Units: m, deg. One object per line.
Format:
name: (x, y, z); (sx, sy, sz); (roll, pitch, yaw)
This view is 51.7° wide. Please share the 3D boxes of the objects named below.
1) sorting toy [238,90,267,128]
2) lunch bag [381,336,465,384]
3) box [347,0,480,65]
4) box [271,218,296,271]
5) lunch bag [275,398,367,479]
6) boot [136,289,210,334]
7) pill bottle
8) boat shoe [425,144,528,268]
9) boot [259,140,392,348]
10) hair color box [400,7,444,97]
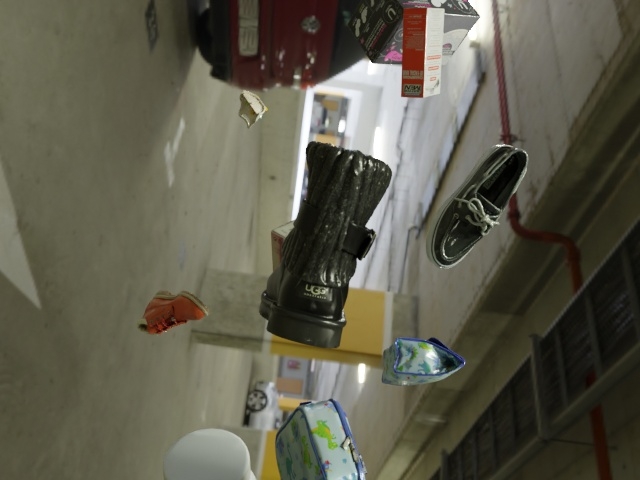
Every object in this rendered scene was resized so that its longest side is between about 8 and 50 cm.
sorting toy: (-0.182, -0.331, 1.707); (0.045, 0.083, 0.075); (-15, 154, -49)
lunch bag: (0.218, 0.262, 1.411); (0.129, 0.151, 0.096); (107, -9, -68)
box: (0.221, -0.517, 1.564); (0.163, 0.247, 0.142); (-54, -126, 45)
box: (-0.046, 0.066, 1.891); (0.149, 0.127, 0.232); (-27, 130, -39)
lunch bag: (-0.008, 0.380, 1.146); (0.219, 0.090, 0.176); (118, -42, -51)
boot: (-0.260, 0.134, 1.159); (0.059, 0.158, 0.084); (56, 51, -25)
pill bottle: (-0.229, 0.588, 1.395); (0.204, 0.204, 0.361); (-85, 178, -60)
boat shoe: (0.340, -0.066, 1.415); (0.306, 0.113, 0.105); (-52, -165, 3)
boot: (0.004, 0.001, 0.958); (0.348, 0.131, 0.260); (-170, -88, -82)
hair color box: (0.201, -0.370, 1.304); (0.093, 0.053, 0.167); (-28, 121, -55)
